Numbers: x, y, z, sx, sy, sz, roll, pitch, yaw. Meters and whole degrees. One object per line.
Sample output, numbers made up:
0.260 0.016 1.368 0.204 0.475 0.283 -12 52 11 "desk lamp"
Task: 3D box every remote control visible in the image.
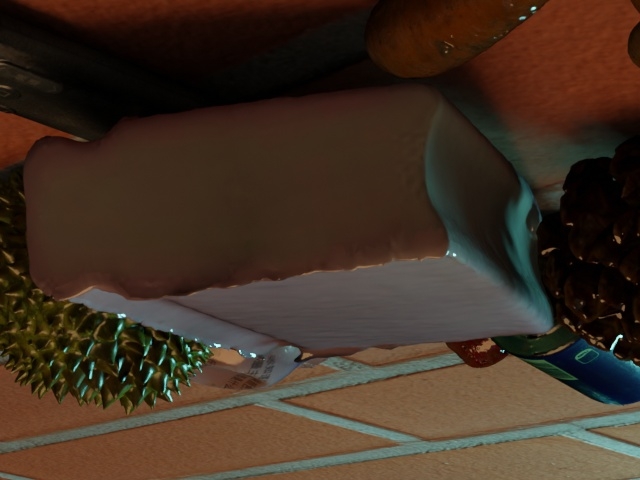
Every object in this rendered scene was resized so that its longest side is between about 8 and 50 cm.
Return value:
-0.214 -0.117 1.124 0.377 0.044 0.107 19 154 -36 "remote control"

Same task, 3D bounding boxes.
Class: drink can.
0.218 0.063 1.423 0.118 0.118 0.205 -6 159 32 "drink can"

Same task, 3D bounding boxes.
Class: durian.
-0.177 0.044 1.415 0.200 0.176 0.237 -19 145 9 "durian"

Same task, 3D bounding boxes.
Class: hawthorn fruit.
0.148 0.078 1.562 0.077 0.077 0.077 5 162 2 "hawthorn fruit"

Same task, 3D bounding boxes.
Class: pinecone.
0.222 0.009 1.199 0.173 0.173 0.173 5 162 2 "pinecone"

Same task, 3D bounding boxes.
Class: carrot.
0.087 -0.133 0.958 0.060 0.060 0.186 15 160 -28 "carrot"

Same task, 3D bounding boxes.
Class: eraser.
0.000 0.000 1.196 0.272 0.122 0.359 -8 169 18 "eraser"

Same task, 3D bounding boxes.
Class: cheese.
-0.132 0.088 1.672 0.286 0.074 0.189 14 160 -13 "cheese"

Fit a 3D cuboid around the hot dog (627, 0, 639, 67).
0.208 -0.135 0.917 0.090 0.060 0.140 23 159 -32 "hot dog"
